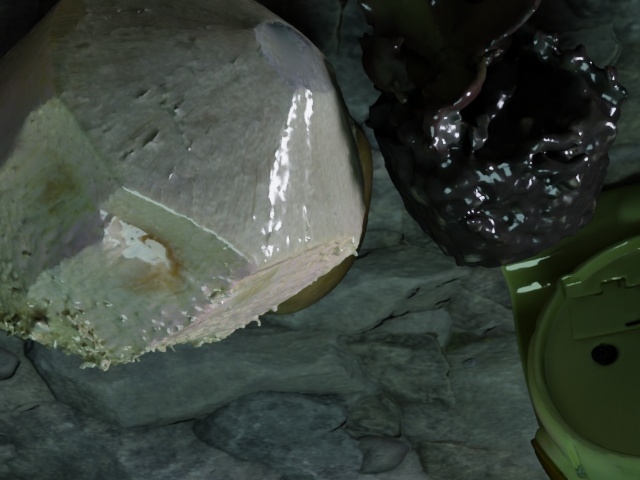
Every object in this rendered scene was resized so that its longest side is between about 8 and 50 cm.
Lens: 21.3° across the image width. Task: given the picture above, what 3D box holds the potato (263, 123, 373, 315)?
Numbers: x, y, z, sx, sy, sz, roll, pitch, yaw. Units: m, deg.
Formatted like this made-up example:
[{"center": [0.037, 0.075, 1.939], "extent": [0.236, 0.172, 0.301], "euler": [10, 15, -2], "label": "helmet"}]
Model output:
[{"center": [0.003, -0.001, 1.528], "extent": [0.100, 0.120, 0.261], "euler": [6, 145, -20], "label": "potato"}]

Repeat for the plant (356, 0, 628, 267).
[{"center": [0.132, -0.098, 1.338], "extent": [0.178, 0.204, 0.234], "euler": [-24, 141, -7], "label": "plant"}]

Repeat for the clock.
[{"center": [0.309, 0.108, 1.480], "extent": [0.286, 0.348, 0.117], "euler": [-14, 142, 17], "label": "clock"}]

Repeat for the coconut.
[{"center": [-0.116, -0.060, 1.302], "extent": [0.297, 0.297, 0.309], "euler": [24, 141, -29], "label": "coconut"}]
